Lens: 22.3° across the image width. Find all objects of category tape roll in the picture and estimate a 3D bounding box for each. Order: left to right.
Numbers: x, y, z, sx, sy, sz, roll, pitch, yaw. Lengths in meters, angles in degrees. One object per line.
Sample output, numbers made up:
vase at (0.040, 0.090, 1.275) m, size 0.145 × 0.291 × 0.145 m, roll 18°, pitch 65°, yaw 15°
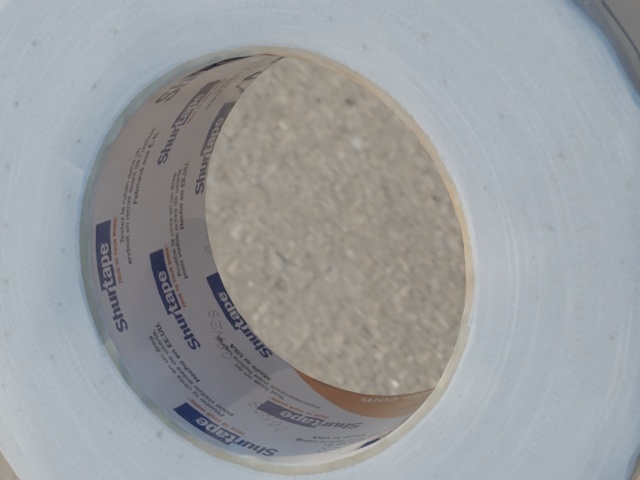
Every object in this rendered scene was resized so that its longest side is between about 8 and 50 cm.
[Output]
tape roll at (0.000, 0.000, 0.457) m, size 0.219 × 0.072 × 0.219 m, roll 6°, pitch 104°, yaw 24°
